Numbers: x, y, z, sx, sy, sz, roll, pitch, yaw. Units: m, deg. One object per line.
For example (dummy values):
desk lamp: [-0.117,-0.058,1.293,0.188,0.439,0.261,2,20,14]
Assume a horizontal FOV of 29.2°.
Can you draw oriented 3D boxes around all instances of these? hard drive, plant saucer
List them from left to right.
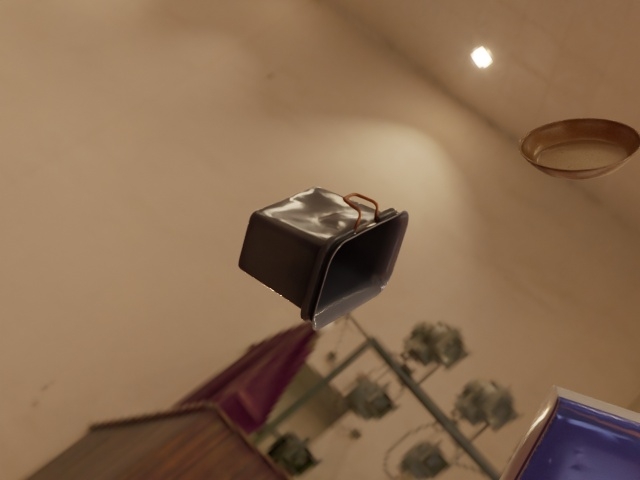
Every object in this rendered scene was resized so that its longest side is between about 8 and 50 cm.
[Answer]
plant saucer: [0.179,-0.061,0.849,0.083,0.083,0.015,21,-50,42]
hard drive: [0.357,0.296,1.349,0.318,0.040,0.210,19,-65,-9]

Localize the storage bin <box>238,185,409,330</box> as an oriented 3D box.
storage bin: [0.000,0.000,1.030,0.091,0.135,0.098,27,-62,22]
